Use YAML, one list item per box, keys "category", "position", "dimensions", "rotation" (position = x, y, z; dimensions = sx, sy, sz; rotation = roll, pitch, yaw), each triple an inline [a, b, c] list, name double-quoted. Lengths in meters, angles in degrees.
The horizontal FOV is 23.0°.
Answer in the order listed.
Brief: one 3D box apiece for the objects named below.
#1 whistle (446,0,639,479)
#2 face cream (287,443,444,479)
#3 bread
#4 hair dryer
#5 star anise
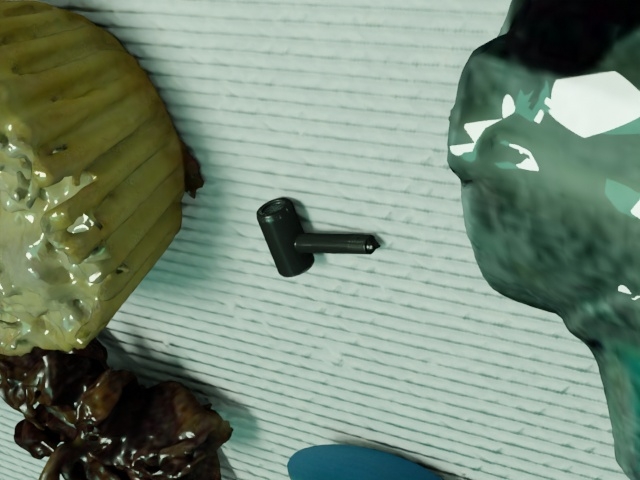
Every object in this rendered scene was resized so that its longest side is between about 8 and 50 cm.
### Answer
- category: "whistle"
  position: [0.162, -0.093, 0.569]
  dimensions: [0.168, 0.188, 0.405]
  rotation: [21, 137, 33]
- category: "face cream"
  position: [0.079, 0.268, 1.116]
  dimensions: [0.139, 0.067, 0.285]
  rotation: [3, 126, 42]
- category: "bread"
  position: [-0.217, -0.049, 1.051]
  dimensions: [0.274, 0.149, 0.274]
  rotation: [25, 133, 30]
- category: "hair dryer"
  position: [0.000, 0.000, 0.976]
  dimensions: [0.083, 0.026, 0.047]
  rotation: [5, 128, 40]
- category: "star anise"
  position: [-0.169, 0.146, 1.214]
  dimensions: [0.220, 0.126, 0.190]
  rotation: [15, 130, 42]
